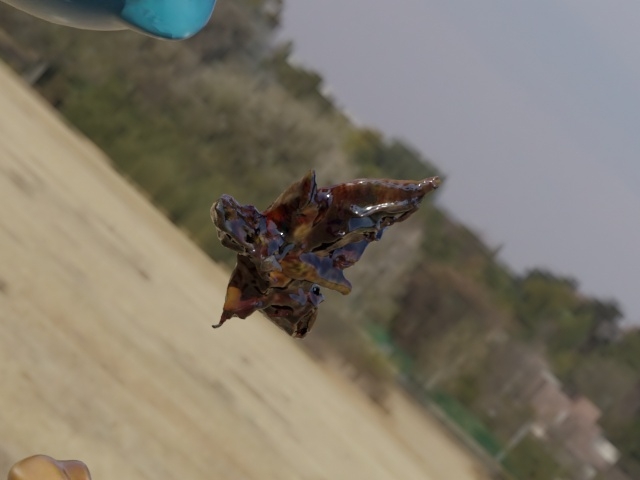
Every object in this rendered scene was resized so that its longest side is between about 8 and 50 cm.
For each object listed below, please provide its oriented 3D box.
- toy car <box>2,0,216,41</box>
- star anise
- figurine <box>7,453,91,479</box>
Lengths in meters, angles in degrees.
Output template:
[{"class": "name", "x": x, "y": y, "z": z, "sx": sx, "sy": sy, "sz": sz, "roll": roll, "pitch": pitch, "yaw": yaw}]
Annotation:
[{"class": "toy car", "x": -0.039, "y": -0.181, "z": 0.619, "sx": 0.190, "sy": 0.255, "sz": 0.188, "roll": 31, "pitch": -12, "yaw": 40}, {"class": "star anise", "x": -0.002, "y": -0.003, "z": 1.216, "sx": 0.053, "sy": 0.157, "sz": 0.212, "roll": 56, "pitch": -17, "yaw": 27}, {"class": "figurine", "x": -0.096, "y": 0.204, "z": 0.857, "sx": 0.263, "sy": 0.189, "sz": 0.142, "roll": 38, "pitch": 17, "yaw": -13}]
